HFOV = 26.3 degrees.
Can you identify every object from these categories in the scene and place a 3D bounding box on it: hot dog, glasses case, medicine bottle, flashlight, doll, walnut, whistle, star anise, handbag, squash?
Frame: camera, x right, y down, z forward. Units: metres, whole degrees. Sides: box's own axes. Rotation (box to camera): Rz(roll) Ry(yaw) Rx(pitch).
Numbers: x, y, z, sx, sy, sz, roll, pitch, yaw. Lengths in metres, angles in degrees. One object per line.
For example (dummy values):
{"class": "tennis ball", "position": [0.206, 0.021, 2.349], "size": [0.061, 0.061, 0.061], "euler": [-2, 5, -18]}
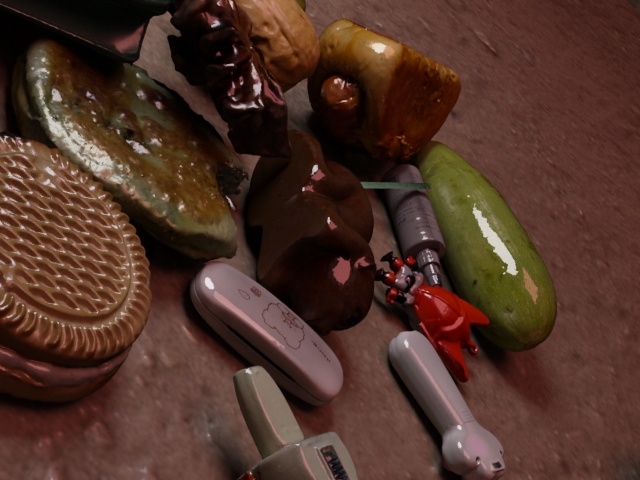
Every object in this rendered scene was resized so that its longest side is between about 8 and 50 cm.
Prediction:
{"class": "hot dog", "position": [0.076, -0.187, 1.807], "size": [0.150, 0.153, 0.256], "euler": [30, 9, 26]}
{"class": "glasses case", "position": [-0.054, 0.095, 1.405], "size": [0.193, 0.049, 0.074], "euler": [40, 31, -13]}
{"class": "medicine bottle", "position": [0.127, -0.009, 1.767], "size": [0.057, 0.057, 0.199], "euler": [23, 37, -38]}
{"class": "flashlight", "position": [0.138, 0.191, 1.560], "size": [0.093, 0.047, 0.200], "euler": [0, 53, -55]}
{"class": "doll", "position": [0.136, 0.083, 1.665], "size": [0.169, 0.057, 0.109], "euler": [47, 44, -20]}
{"class": "walnut", "position": [-0.089, -0.250, 1.670], "size": [0.180, 0.144, 0.144], "euler": [48, 28, -19]}
{"class": "whistle", "position": [-0.015, 0.230, 1.246], "size": [0.253, 0.106, 0.102], "euler": [63, 1, 11]}
{"class": "star anise", "position": [-0.112, -0.204, 1.521], "size": [0.214, 0.099, 0.220], "euler": [63, 3, -59]}
{"class": "handbag", "position": [-0.326, -0.311, 1.420], "size": [0.326, 0.089, 0.238], "euler": [18, 25, -32]}
{"class": "squash", "position": [0.208, -0.014, 1.827], "size": [0.118, 0.118, 0.370], "euler": [16, 41, -45]}

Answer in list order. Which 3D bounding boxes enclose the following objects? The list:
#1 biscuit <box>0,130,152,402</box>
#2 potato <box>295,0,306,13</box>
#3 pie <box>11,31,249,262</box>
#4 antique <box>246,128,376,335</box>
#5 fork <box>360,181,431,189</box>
{"class": "biscuit", "position": [-0.255, 0.018, 1.190], "size": [0.259, 0.079, 0.259], "euler": [33, 33, -25]}
{"class": "potato", "position": [-0.091, -0.335, 1.835], "size": [0.188, 0.085, 0.105], "euler": [15, 21, -50]}
{"class": "pie", "position": [-0.193, -0.100, 1.424], "size": [0.302, 0.067, 0.302], "euler": [36, 27, -21]}
{"class": "antique", "position": [0.000, 0.000, 1.529], "size": [0.143, 0.121, 0.257], "euler": [42, 21, -30]}
{"class": "fork", "position": [0.042, -0.065, 1.720], "size": [0.235, 0.021, 0.039], "euler": [2, 56, -33]}
